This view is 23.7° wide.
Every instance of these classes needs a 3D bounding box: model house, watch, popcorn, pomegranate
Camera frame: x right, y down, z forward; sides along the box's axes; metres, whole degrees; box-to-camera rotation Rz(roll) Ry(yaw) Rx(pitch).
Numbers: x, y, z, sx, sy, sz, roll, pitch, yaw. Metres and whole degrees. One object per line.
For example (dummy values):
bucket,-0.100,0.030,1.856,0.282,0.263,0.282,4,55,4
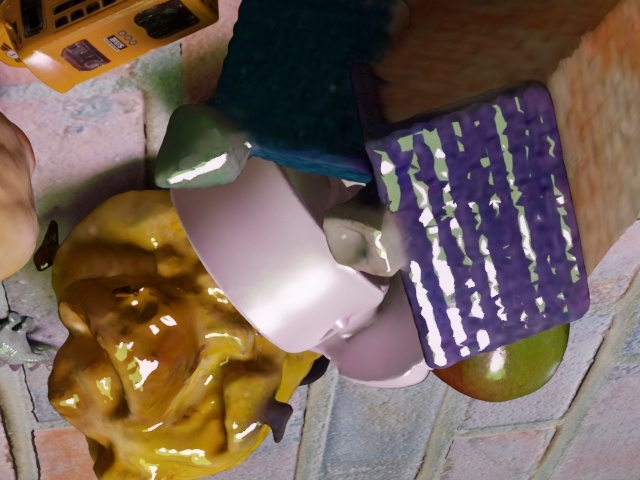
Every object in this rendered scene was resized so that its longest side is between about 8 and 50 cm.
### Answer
model house,0.060,-0.067,1.119,0.312,0.280,0.245,13,134,33
watch,0.000,0.000,1.322,0.196,0.244,0.231,-35,134,11
popcorn,-0.132,0.117,1.507,0.316,0.281,0.297,33,86,-55
pomegranate,0.192,0.070,1.670,0.180,0.180,0.209,-4,121,-10

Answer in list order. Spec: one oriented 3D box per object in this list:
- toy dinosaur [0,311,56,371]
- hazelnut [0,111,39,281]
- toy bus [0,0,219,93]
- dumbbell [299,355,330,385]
toy dinosaur,-0.336,0.123,1.708,0.082,0.039,0.209,-26,136,32
hazelnut,-0.354,-0.043,1.215,0.261,0.261,0.241,8,145,-28
toy bus,-0.178,-0.177,1.183,0.195,0.088,0.083,-21,150,19
dumbbell,-0.022,0.101,1.707,0.099,0.099,0.208,2,148,-19
